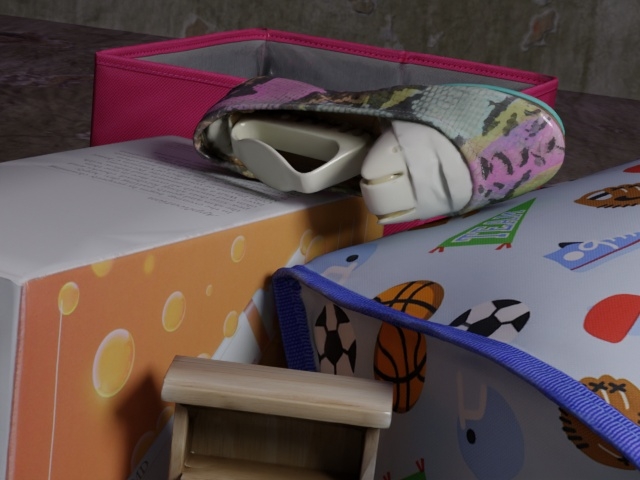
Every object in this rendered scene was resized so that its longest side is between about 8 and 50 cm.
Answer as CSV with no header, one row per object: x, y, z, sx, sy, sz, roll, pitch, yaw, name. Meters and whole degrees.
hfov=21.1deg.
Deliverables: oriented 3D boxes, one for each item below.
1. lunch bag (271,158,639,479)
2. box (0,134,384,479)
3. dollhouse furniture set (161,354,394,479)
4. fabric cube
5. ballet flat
0.214,0.100,0.854,0.328,0.239,0.385,-20,17,-28,lunch bag
-0.124,0.074,0.944,0.168,0.215,0.345,14,16,28,box
-0.034,0.165,0.727,0.212,0.161,0.242,7,14,2,dollhouse furniture set
0.000,0.000,1.220,0.259,0.258,0.254,12,14,23,fabric cube
0.023,-0.047,0.938,0.221,0.077,0.079,9,35,34,ballet flat
